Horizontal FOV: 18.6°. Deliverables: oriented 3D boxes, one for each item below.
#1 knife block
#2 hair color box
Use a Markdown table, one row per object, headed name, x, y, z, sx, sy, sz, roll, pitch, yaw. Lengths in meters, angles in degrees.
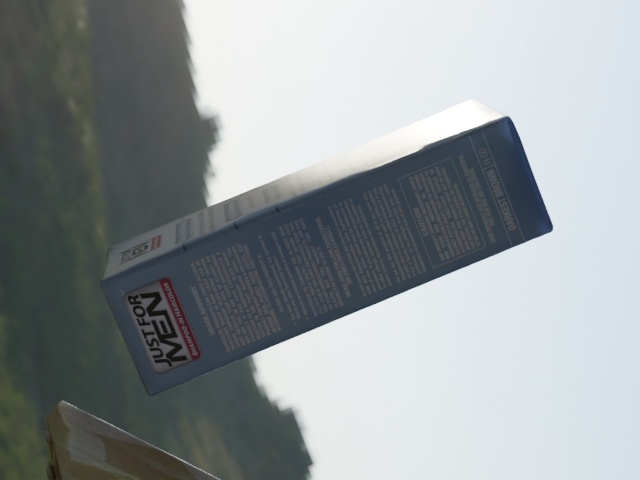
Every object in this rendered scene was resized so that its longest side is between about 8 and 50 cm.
| name | x | y | z | sx | sy | sz | roll | pitch | yaw |
| --- | --- | --- | --- | --- | --- | --- | --- | --- | --- |
| knife block | -0.116 | 0.265 | 1.836 | 0.088 | 0.242 | 0.275 | 99 | -25 | -51 |
| hair color box | 0.000 | 0.000 | 1.730 | 0.185 | 0.374 | 0.113 | -116 | -176 | -80 |
